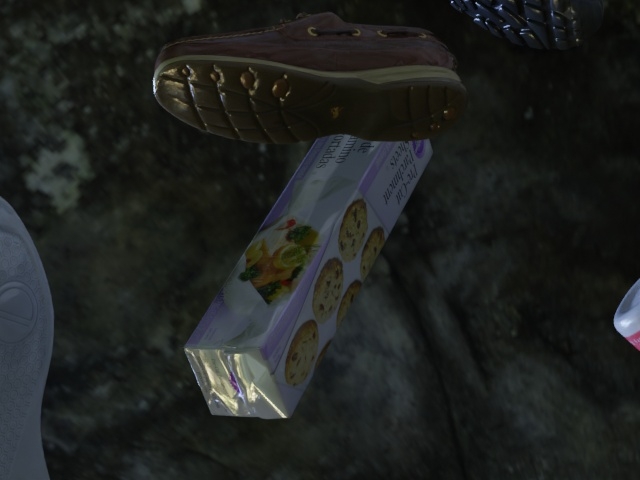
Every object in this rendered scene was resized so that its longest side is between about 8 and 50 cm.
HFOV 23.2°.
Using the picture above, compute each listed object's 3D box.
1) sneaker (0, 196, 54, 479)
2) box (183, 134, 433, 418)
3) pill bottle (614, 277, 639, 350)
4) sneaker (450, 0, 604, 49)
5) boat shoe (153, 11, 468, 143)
[{"bbox_3d":[-0.269,0.107,1.112,0.147,0.105,0.295,8,-75,41],"label":"sneaker"},{"bbox_3d":[0.000,0.000,1.137,0.063,0.067,0.324,-1,-145,26],"label":"box"},{"bbox_3d":[0.281,0.076,1.033,0.160,0.087,0.087,42,-98,0],"label":"pill bottle"},{"bbox_3d":[0.109,-0.252,1.150,0.283,0.107,0.124,35,-103,28],"label":"sneaker"},{"bbox_3d":[-0.007,-0.094,0.870,0.178,0.064,0.060,1,-125,-17],"label":"boat shoe"}]
